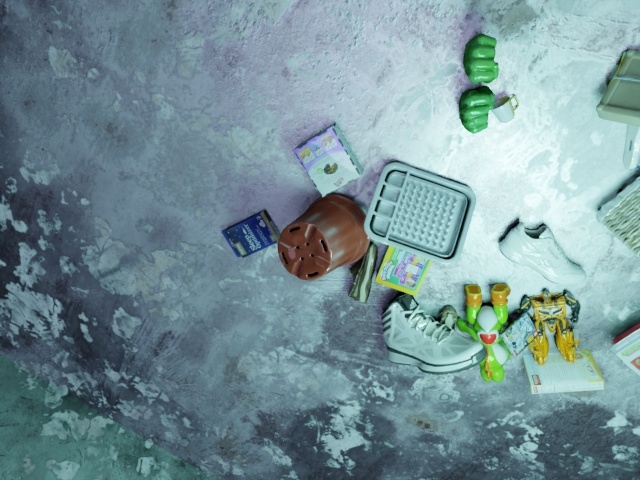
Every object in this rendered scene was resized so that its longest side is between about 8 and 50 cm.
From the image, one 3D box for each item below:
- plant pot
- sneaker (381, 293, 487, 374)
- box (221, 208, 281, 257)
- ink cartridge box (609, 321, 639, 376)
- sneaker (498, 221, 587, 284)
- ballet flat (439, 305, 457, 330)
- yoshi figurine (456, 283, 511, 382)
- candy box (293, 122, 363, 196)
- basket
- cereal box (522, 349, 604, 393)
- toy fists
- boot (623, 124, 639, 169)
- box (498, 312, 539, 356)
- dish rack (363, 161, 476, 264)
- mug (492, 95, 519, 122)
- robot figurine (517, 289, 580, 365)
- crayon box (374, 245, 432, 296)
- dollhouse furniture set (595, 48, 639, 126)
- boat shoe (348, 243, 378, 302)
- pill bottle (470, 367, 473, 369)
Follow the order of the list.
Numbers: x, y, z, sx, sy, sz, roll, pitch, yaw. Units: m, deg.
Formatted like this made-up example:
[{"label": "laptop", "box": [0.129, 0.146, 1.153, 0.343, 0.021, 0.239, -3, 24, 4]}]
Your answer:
[{"label": "plant pot", "box": [0.000, 0.000, 1.603, 0.272, 0.265, 0.273, 8, 110, 24]}, {"label": "sneaker", "box": [0.371, 0.322, 1.678, 0.447, 0.169, 0.258, -11, 100, 54]}, {"label": "box", "box": [-0.277, -0.017, 1.826, 0.225, 0.036, 0.137, -23, 108, 24]}, {"label": "ink cartridge box", "box": [1.193, 0.333, 1.591, 0.271, 0.130, 0.309, 39, 117, -5]}, {"label": "sneaker", "box": [0.768, 0.046, 1.561, 0.304, 0.114, 0.152, 25, 120, 1]}, {"label": "ballet flat", "box": [0.475, 0.352, 1.763, 0.072, 0.067, 0.207, 5, 90, 15]}, {"label": "yoshi figurine", "box": [0.632, 0.339, 1.735, 0.202, 0.203, 0.363, -12, 102, -22]}, {"label": "candy box", "box": [0.030, -0.276, 1.606, 0.164, 0.070, 0.196, -26, 106, 23]}, {"label": "basket", "box": [1.078, -0.040, 1.344, 0.328, 0.267, 0.331, 32, 120, -13]}, {"label": "cereal box", "box": [0.887, 0.483, 1.713, 0.239, 0.173, 0.048, -10, 114, 18]}, {"label": "toy fists", "box": [0.467, -0.459, 1.373, 0.096, 0.142, 0.280, 5, 117, 11]}, {"label": "boot", "box": [0.966, -0.306, 1.378, 0.085, 0.069, 0.190, -5, 122, 7]}, {"label": "box", "box": [0.701, 0.331, 1.638, 0.094, 0.137, 0.027, 60, 157, -2]}, {"label": "dish rack", "box": [0.331, -0.086, 1.564, 0.332, 0.072, 0.286, 19, 77, 4]}, {"label": "mug", "box": [0.571, -0.400, 1.425, 0.078, 0.062, 0.064, -25, 115, 30]}, {"label": "robot figurine", "box": [0.840, 0.314, 1.691, 0.210, 0.085, 0.291, -11, 112, 18]}, {"label": "crayon box", "box": [0.320, 0.051, 1.689, 0.165, 0.081, 0.279, 20, 118, 4]}, {"label": "dollhouse furniture set", "box": [0.955, -0.381, 1.269, 0.151, 0.301, 0.198, 20, 100, -44]}, {"label": "boat shoe", "box": [0.151, 0.123, 1.760, 0.095, 0.095, 0.258, 15, 118, 13]}, {"label": "pill bottle", "box": [0.528, 0.448, 1.830, 0.151, 0.086, 0.086, 17, 118, 5]}]
